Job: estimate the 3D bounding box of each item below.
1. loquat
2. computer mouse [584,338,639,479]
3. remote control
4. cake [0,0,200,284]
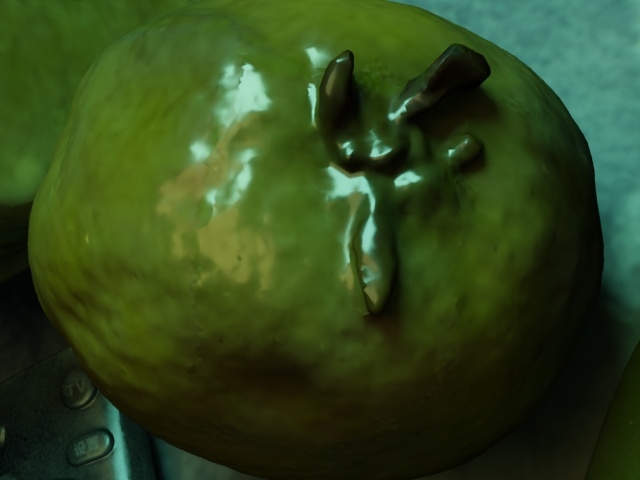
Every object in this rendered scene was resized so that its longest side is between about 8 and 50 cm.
[{"bbox_3d":[0.000,0.000,0.575,0.238,0.238,0.193,7,75,36],"label":"loquat"},{"bbox_3d":[0.161,0.149,0.511,0.158,0.072,0.310,11,83,39],"label":"computer mouse"},{"bbox_3d":[-0.099,0.233,0.684,0.107,0.044,0.378,-26,63,22],"label":"remote control"},{"bbox_3d":[-0.256,-0.115,0.737,0.321,0.332,0.332,-23,63,37],"label":"cake"}]
